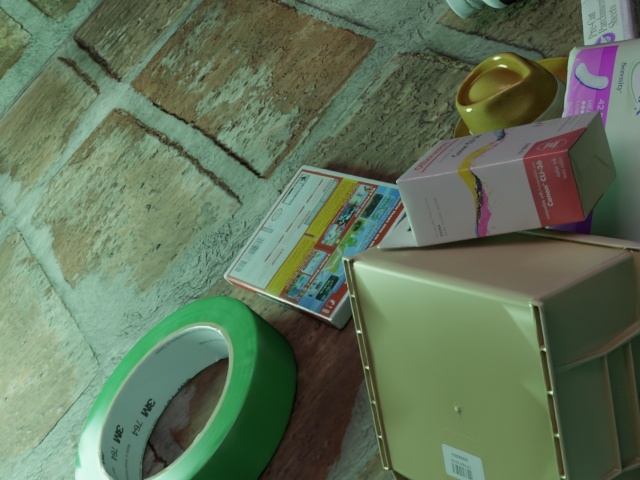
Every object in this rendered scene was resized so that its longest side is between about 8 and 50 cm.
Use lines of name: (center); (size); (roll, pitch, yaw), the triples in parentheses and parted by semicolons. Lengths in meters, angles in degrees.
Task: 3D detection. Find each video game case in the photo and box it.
video game case: (0.000, 0.000, 1.582); (0.204, 0.025, 0.285); (-55, 32, -11)

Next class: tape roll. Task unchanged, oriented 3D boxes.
tape roll: (-0.174, 0.224, 1.502); (0.321, 0.077, 0.321); (-31, 36, 26)

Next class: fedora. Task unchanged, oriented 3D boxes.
fedora: (0.227, -0.172, 1.441); (0.194, 0.079, 0.194); (-31, 36, 25)

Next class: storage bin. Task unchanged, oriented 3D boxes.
storage bin: (0.162, 0.127, 1.036); (0.123, 0.260, 0.262); (-22, 19, -31)

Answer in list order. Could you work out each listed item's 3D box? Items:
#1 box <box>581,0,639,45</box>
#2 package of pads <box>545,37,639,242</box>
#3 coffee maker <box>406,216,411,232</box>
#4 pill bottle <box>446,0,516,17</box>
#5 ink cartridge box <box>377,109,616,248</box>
box: (0.359, -0.310, 1.446); (0.067, 0.063, 0.324); (-27, 38, 33)
package of pads: (0.323, -0.041, 1.059); (0.229, 0.101, 0.297); (0, 77, 42)
coffee maker: (0.126, 0.002, 1.286); (0.178, 0.120, 0.171); (-50, 32, 46)
pill bottle: (0.259, -0.382, 1.605); (0.193, 0.108, 0.108); (-27, 37, 31)
ink cartridge box: (0.147, -0.052, 1.048); (0.198, 0.067, 0.115); (-10, 17, 31)
